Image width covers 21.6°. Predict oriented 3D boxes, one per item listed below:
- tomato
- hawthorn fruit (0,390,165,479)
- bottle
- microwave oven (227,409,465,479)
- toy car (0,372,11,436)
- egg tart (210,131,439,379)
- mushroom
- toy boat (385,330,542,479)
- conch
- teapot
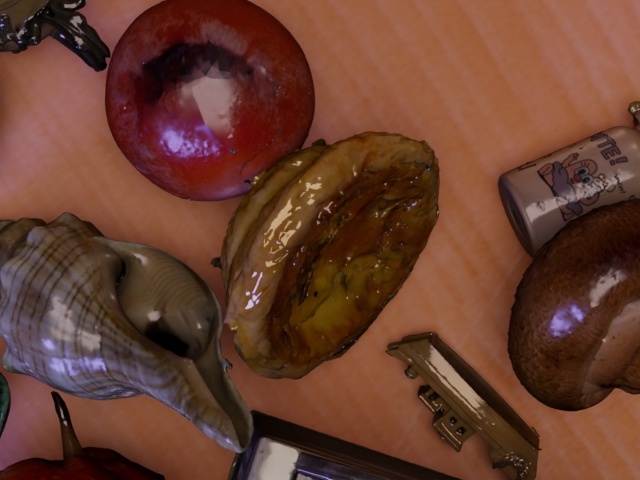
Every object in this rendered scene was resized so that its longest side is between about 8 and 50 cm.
[{"bbox_3d":[-0.109,-0.142,1.646,0.208,0.184,0.208,0,93,-6],"label":"tomato"},{"bbox_3d":[-0.252,0.297,1.631,0.254,0.254,0.300,-8,88,-4],"label":"hawthorn fruit"},{"bbox_3d":[0.292,-0.069,1.724,0.209,0.097,0.110,-24,81,-4],"label":"bottle"},{"bbox_3d":[0.085,0.349,1.608,0.394,0.333,0.247,19,87,-3],"label":"microwave oven"},{"bbox_3d":[-0.443,0.159,1.665,0.306,0.125,0.136,16,77,17],"label":"toy car"},{"bbox_3d":[0.000,0.000,1.637,0.115,0.290,0.290,38,89,26],"label":"egg tart"},{"bbox_3d":[0.295,0.061,1.662,0.253,0.253,0.153,-35,57,-2],"label":"mushroom"},{"bbox_3d":[0.148,0.177,1.743,0.206,0.064,0.072,45,107,-3],"label":"toy boat"},{"bbox_3d":[-0.201,0.087,1.648,0.386,0.169,0.203,41,63,15],"label":"conch"},{"bbox_3d":[-0.310,-0.263,1.623,0.269,0.182,0.173,43,91,0],"label":"teapot"}]
